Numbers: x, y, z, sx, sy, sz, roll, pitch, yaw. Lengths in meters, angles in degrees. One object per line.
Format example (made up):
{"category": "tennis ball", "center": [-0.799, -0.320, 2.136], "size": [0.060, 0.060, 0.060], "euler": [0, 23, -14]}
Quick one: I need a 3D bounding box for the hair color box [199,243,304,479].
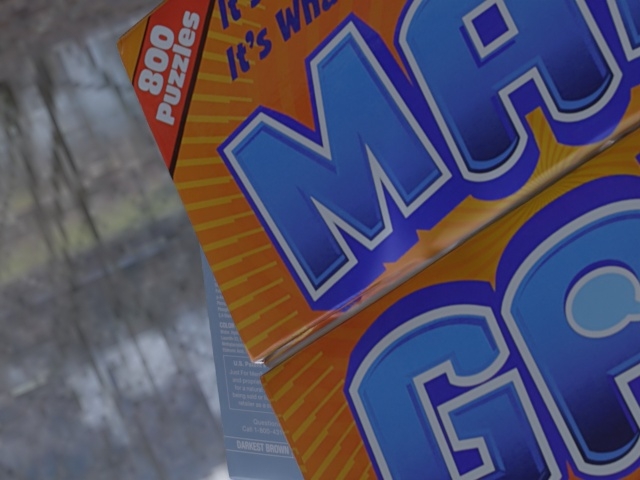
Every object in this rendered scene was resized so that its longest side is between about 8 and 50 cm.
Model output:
{"category": "hair color box", "center": [0.000, 0.000, 1.577], "size": [0.114, 0.374, 0.185], "euler": [1, -167, 37]}

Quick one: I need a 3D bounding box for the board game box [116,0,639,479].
{"category": "board game box", "center": [0.197, -0.029, 0.906], "size": [0.356, 0.356, 0.356], "euler": [-35, 161, 32]}
